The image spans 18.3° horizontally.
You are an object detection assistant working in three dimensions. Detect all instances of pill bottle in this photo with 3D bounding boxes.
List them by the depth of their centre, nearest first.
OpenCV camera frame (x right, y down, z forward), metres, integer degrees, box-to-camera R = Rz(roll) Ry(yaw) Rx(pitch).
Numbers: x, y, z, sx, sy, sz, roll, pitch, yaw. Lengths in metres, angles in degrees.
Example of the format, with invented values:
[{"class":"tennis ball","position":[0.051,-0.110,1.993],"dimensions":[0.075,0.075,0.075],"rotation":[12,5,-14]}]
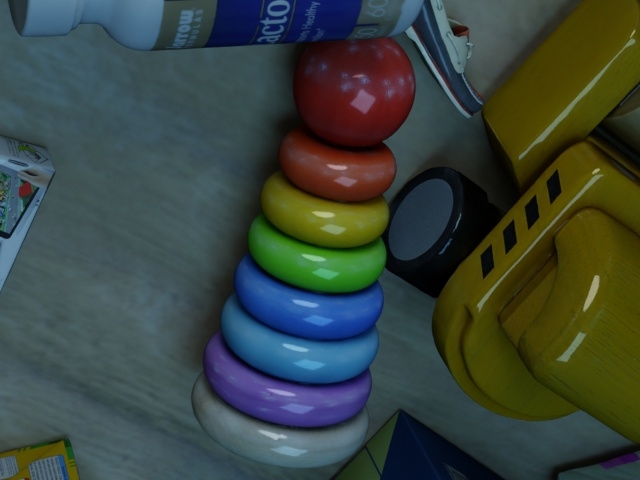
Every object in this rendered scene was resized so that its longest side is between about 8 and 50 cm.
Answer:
[{"class":"pill bottle","position":[-0.071,-0.203,1.306],"dimensions":[0.265,0.153,0.153],"rotation":[-5,122,-15]}]

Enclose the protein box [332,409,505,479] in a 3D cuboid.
[{"class":"protein box","position":[0.119,0.284,1.645],"dimensions":[0.201,0.200,0.136],"rotation":[36,103,-31]}]

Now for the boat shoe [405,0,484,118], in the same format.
[{"class":"boat shoe","position":[0.090,-0.148,1.462],"dimensions":[0.043,0.049,0.137],"rotation":[-34,121,2]}]

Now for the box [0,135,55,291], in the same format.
[{"class":"box","position":[-0.285,0.013,1.440],"dimensions":[0.114,0.036,0.207],"rotation":[16,114,-27]}]

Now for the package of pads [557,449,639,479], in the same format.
[{"class":"package of pads","position":[0.369,0.280,1.791],"dimensions":[0.296,0.101,0.229],"rotation":[-15,124,-9]}]

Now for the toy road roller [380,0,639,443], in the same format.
[{"class":"toy road roller","position":[0.225,-0.001,1.479],"dimensions":[0.202,0.240,0.329],"rotation":[32,107,-32]}]

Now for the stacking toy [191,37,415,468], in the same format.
[{"class":"stacking toy","position":[0.000,0.000,1.476],"dimensions":[0.141,0.141,0.330],"rotation":[4,116,-21]}]

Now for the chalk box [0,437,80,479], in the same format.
[{"class":"chalk box","position":[-0.236,0.289,1.572],"dimensions":[0.132,0.132,0.213],"rotation":[-14,125,-10]}]
